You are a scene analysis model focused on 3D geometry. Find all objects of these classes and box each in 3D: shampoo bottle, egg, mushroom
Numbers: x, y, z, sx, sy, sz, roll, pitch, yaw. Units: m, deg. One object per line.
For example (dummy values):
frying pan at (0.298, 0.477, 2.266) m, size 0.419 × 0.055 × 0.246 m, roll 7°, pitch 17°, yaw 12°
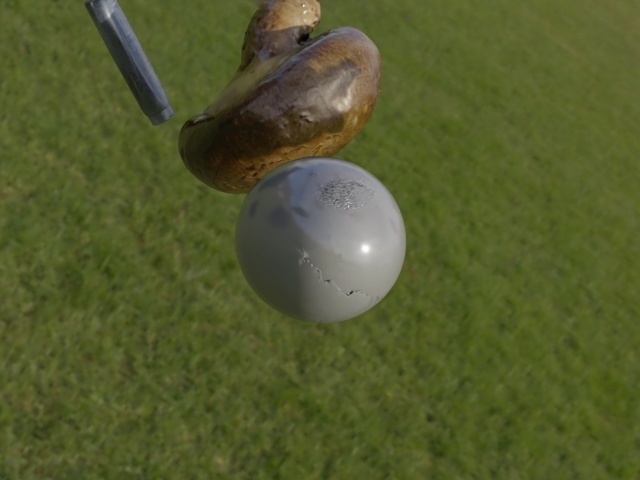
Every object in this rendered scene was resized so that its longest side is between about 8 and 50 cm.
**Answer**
shampoo bottle at (-0.313, -0.301, 1.991) m, size 0.087 × 0.049 × 0.233 m, roll -99°, pitch 163°, yaw -66°
egg at (0.000, 0.000, 1.051) m, size 0.146 × 0.146 × 0.199 m, roll 28°, pitch 3°, yaw -15°
mushroom at (-0.057, -0.192, 1.774) m, size 0.239 × 0.345 × 0.345 m, roll 33°, pitch 22°, yaw 3°
